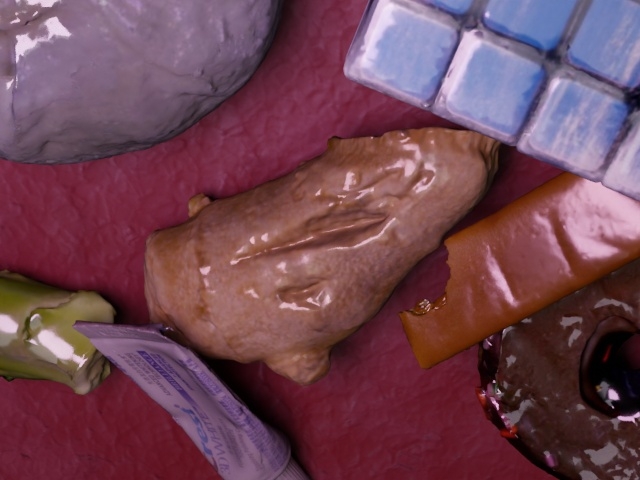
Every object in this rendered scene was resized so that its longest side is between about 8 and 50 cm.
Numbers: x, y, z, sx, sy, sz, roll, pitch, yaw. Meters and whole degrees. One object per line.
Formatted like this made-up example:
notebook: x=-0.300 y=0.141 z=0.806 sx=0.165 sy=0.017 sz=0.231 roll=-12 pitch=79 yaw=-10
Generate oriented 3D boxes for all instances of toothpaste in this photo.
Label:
toothpaste: x=-0.094 y=0.154 z=1.166 sx=0.099 sy=0.068 sz=0.282 roll=-25 pitch=131 yaw=20

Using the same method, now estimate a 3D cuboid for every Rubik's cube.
Rubik's cube: x=0.183 y=-0.208 z=0.919 sx=0.256 sy=0.253 sz=0.259 roll=21 pitch=112 yaw=-2

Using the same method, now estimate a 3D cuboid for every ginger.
ginger: x=0.000 y=0.000 z=1.099 sx=0.354 sy=0.126 sz=0.190 roll=-35 pitch=77 yaw=22

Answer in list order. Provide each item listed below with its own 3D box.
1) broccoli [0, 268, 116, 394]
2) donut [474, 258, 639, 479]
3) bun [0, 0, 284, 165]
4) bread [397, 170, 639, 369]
broccoli: x=-0.413 y=0.090 z=1.178 sx=0.397 sy=0.275 sz=0.353 roll=31 pitch=133 yaw=-27
donut: x=0.261 y=0.095 z=1.118 sx=0.269 sy=0.103 sz=0.270 roll=3 pitch=110 yaw=8
bun: x=-0.205 y=-0.220 z=0.991 sx=0.362 sy=0.211 sz=0.362 roll=3 pitch=111 yaw=8
bread: x=0.157 y=0.015 z=1.036 sx=0.226 sy=0.049 sz=0.088 roll=-30 pitch=84 yaw=27
